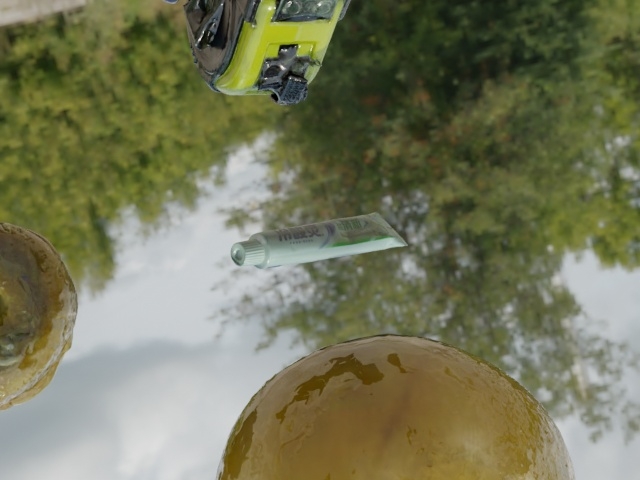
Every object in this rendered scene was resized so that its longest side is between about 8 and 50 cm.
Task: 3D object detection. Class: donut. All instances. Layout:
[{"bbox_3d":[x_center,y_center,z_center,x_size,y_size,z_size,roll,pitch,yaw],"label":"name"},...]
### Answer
[{"bbox_3d":[-0.386,0.086,1.321,0.261,0.209,0.128,-15,174,-16],"label":"donut"}]

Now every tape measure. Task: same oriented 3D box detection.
[{"bbox_3d":[-0.060,-0.214,1.129,0.112,0.199,0.186,-6,144,-21],"label":"tape measure"}]

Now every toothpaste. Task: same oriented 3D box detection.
[{"bbox_3d":[0.000,0.000,1.721,0.296,0.048,0.075,-10,-134,-43],"label":"toothpaste"}]

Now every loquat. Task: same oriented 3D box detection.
[{"bbox_3d":[0.062,0.257,1.073,0.328,0.328,0.360,-14,-128,3],"label":"loquat"}]

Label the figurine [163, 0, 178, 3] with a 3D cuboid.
[{"bbox_3d":[-0.307,-0.405,1.363,0.420,0.193,0.154,15,158,-13],"label":"figurine"}]
